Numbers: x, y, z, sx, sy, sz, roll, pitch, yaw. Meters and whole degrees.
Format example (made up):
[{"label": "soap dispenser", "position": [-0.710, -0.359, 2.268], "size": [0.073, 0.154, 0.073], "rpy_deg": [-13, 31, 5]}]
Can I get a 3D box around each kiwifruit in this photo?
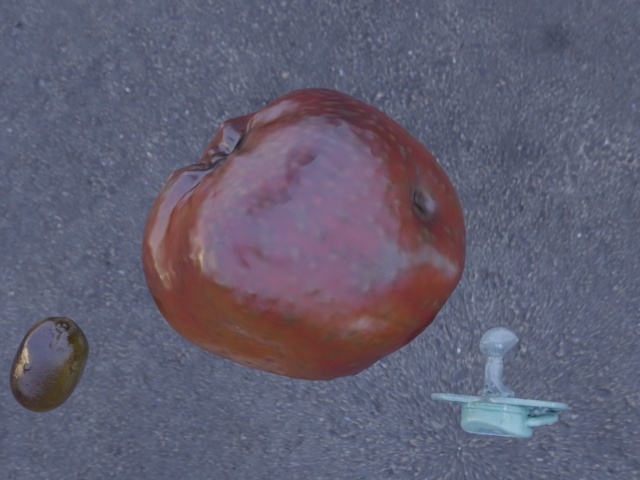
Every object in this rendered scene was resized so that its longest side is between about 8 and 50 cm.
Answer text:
[{"label": "kiwifruit", "position": [-0.301, 0.138, 0.896], "size": [0.075, 0.075, 0.124], "rpy_deg": [35, 115, 16]}]

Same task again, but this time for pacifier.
[{"label": "pacifier", "position": [0.198, 0.153, 0.875], "size": [0.150, 0.127, 0.116], "rpy_deg": [-13, 65, 52]}]

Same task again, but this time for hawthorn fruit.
[{"label": "hawthorn fruit", "position": [0.000, 0.000, 0.746], "size": [0.300, 0.275, 0.275], "rpy_deg": [22, 78, -21]}]
